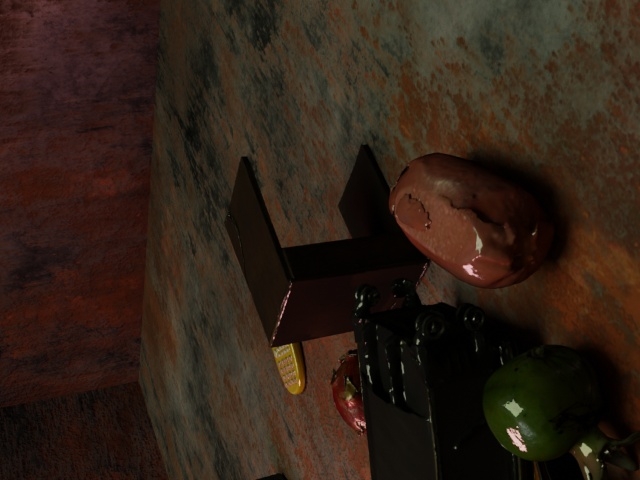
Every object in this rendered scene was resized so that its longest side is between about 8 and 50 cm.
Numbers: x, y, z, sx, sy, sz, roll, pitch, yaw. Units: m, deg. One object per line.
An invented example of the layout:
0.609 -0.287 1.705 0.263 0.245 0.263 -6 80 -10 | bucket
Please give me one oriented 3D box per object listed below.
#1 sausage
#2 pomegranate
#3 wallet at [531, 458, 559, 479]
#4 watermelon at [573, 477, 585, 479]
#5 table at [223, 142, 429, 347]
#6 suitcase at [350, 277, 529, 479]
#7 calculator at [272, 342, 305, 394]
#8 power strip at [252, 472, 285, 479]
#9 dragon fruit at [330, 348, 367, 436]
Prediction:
0.194 -0.031 1.226 0.280 0.152 0.152 -140 46 -58 | sausage
0.291 0.215 1.095 0.191 0.152 0.131 52 148 26 | pomegranate
0.286 0.356 1.154 0.195 0.042 0.160 -52 -44 -72 | wallet
0.339 0.346 1.124 0.105 0.062 0.105 179 90 -89 | watermelon
0.000 0.000 1.581 0.196 0.251 0.282 109 146 -50 | table
0.174 0.283 1.329 0.283 0.194 0.433 -159 63 -69 | suitcase
-0.083 0.248 2.156 0.146 0.032 0.234 140 118 -64 | calculator
-0.099 0.681 2.253 0.257 0.105 0.070 -139 44 -58 | power strip
0.104 0.311 1.647 0.125 0.125 0.246 -38 79 50 | dragon fruit
